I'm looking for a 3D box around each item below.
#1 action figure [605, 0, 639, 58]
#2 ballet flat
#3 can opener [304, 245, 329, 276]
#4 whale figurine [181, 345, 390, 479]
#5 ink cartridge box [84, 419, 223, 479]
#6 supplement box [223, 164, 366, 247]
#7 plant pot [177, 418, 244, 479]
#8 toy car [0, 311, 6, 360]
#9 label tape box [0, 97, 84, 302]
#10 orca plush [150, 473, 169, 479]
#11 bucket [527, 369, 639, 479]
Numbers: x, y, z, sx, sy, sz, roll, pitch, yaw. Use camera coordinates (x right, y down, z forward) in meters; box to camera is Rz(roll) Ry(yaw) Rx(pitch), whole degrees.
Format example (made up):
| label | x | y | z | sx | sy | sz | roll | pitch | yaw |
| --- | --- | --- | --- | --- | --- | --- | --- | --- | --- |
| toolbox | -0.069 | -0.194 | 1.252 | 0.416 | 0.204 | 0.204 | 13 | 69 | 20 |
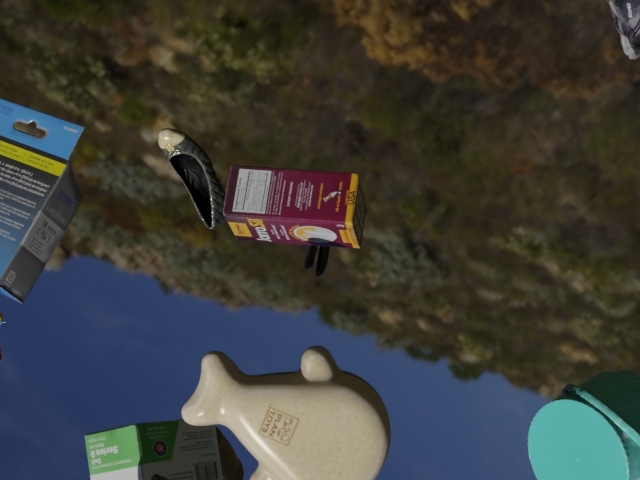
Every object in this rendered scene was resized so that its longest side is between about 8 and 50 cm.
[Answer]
| label | x | y | z | sx | sy | sz | roll | pitch | yaw |
| --- | --- | --- | --- | --- | --- | --- | --- | --- | --- |
| action figure | 0.326 | -0.238 | 1.183 | 0.141 | 0.164 | 0.276 | 46 | -155 | -15 |
| ballet flat | -0.182 | -0.092 | 1.884 | 0.173 | 0.057 | 0.049 | 57 | -142 | -30 |
| can opener | 0.000 | 0.000 | 2.393 | 0.059 | 0.073 | 0.186 | 31 | -142 | -6 |
| whale figurine | -0.042 | 0.233 | 1.712 | 0.272 | 0.216 | 0.141 | 21 | -173 | -3 |
| ink cartridge box | -0.256 | 0.443 | 2.105 | 0.211 | 0.121 | 0.289 | 8 | -110 | -58 |
| supplement box | -0.035 | -0.048 | 1.862 | 0.104 | 0.188 | 0.081 | 68 | -152 | -67 |
| plant pot | -0.271 | 0.454 | 2.747 | 0.237 | 0.110 | 0.237 | 12 | -157 | -5 |
| toy car | -0.458 | 0.128 | 1.787 | 0.122 | 0.040 | 0.060 | -102 | -5 | -45 |
| label tape box | -0.584 | -0.079 | 2.436 | 0.240 | 0.334 | 0.106 | 20 | 165 | 28 |
| orca plush | -0.333 | 0.417 | 1.801 | 0.102 | 0.287 | 0.151 | 45 | -173 | -6 |
| bucket | 0.556 | 0.400 | 2.543 | 0.183 | 0.281 | 0.281 | -15 | -123 | -41 |
